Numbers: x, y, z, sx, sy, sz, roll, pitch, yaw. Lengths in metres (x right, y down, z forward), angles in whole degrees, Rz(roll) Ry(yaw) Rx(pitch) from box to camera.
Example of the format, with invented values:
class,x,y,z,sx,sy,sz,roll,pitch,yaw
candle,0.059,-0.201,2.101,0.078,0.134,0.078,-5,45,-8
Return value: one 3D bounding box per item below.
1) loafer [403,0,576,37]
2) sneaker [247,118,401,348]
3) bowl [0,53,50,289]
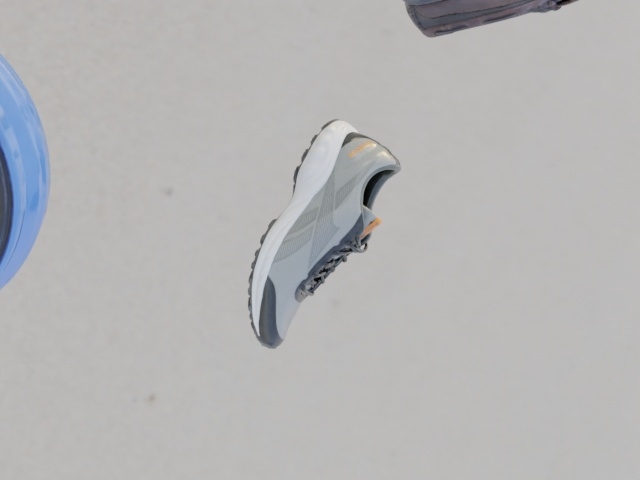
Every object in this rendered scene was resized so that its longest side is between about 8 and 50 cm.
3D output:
class,x,y,z,sx,sy,sz,roll,pitch,yaw
loafer,0.248,-0.318,1.981,0.109,0.303,0.095,-78,153,-44
sneaker,0.000,0.000,1.815,0.271,0.108,0.100,-65,165,-4
bowl,-0.480,-0.075,1.678,0.077,0.391,0.391,-72,169,-62
